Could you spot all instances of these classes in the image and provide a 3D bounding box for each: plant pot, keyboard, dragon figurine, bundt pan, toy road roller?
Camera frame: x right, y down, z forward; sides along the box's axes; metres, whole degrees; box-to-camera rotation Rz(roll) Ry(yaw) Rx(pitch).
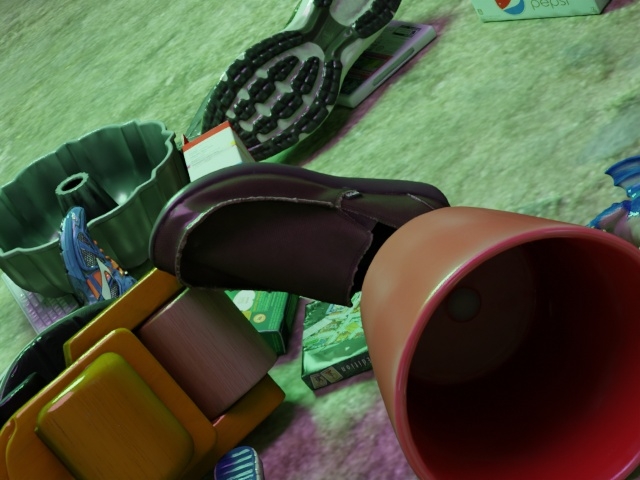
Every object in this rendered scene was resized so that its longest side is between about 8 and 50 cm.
[{"bbox_3d":[0.163,0.089,1.294,0.275,0.275,0.243,-34,20,-4],"label":"plant pot"},{"bbox_3d":[-0.420,0.074,2.068,0.072,0.014,0.256,-37,30,-9],"label":"keyboard"},{"bbox_3d":[0.340,-0.032,1.454,0.289,0.085,0.144,-5,39,38],"label":"dragon figurine"},{"bbox_3d":[-0.335,-0.035,2.027,0.331,0.124,0.331,-20,29,11],"label":"bundt pan"},{"bbox_3d":[-0.187,0.176,1.441,0.329,0.202,0.240,-42,5,-19],"label":"toy road roller"}]

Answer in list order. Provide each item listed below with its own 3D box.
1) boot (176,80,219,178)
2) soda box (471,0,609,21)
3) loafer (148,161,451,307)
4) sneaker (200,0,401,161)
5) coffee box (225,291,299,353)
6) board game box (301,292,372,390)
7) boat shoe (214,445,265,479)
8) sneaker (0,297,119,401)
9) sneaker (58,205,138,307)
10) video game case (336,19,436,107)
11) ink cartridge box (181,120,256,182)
[{"bbox_3d":[-0.146,-0.180,2.147,0.190,0.076,0.208,0,36,39],"label":"boot"},{"bbox_3d":[0.313,-0.366,1.982,0.216,0.074,0.069,4,46,46],"label":"soda box"},{"bbox_3d":[0.000,0.000,1.486,0.366,0.134,0.130,-4,35,-24],"label":"loafer"},{"bbox_3d":[-0.033,-0.253,2.080,0.410,0.158,0.182,-49,3,-21],"label":"sneaker"},{"bbox_3d":[-0.124,0.093,1.697,0.184,0.040,0.113,-4,37,13],"label":"coffee box"},{"bbox_3d":[0.100,0.077,1.573,0.260,0.030,0.136,-22,29,17],"label":"board game box"},{"bbox_3d":[-0.068,0.281,1.385,0.066,0.066,0.183,-23,26,12],"label":"boat shoe"},{"bbox_3d":[-0.402,0.232,1.666,0.257,0.169,0.447,-10,28,45],"label":"sneaker"},{"bbox_3d":[-0.282,0.057,1.817,0.087,0.221,0.083,-19,-6,-10],"label":"sneaker"},{"bbox_3d":[0.055,-0.280,2.146,0.183,0.023,0.201,-42,32,-17],"label":"video game case"},{"bbox_3d":[-0.115,-0.069,1.877,0.078,0.134,0.231,-30,31,5],"label":"ink cartridge box"}]
